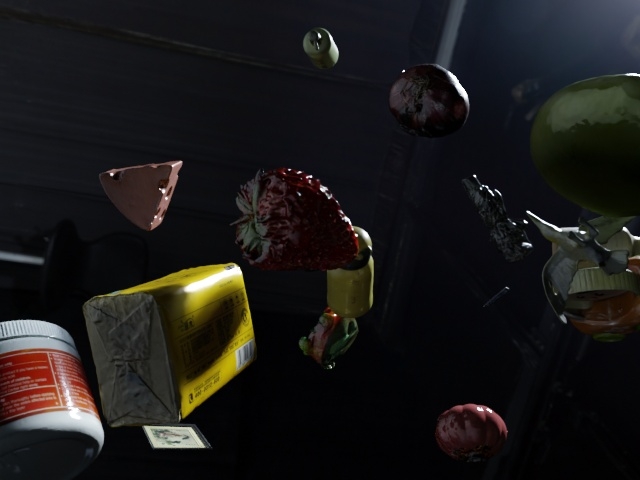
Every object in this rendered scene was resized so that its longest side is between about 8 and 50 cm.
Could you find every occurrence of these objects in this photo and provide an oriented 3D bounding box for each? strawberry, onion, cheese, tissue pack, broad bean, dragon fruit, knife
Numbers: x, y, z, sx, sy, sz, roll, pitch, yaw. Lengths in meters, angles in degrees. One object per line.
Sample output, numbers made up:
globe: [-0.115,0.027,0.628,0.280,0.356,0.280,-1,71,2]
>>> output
strawberry: [-0.062,-0.040,1.204,0.261,0.257,0.261,15,-72,57]
onion: [0.348,-0.428,1.623,0.221,0.280,0.281,-52,-168,4]
cheese: [-0.507,-0.154,1.431,0.128,0.176,0.203,-89,-158,-73]
tissue pack: [-0.339,0.231,1.244,0.382,0.228,0.294,-23,104,-72]
broad bean: [0.407,-0.121,0.683,0.119,0.238,0.291,-57,-167,-13]
dragon fruit: [0.045,0.372,2.027,0.295,0.130,0.269,-29,144,-42]
knife: [0.653,0.214,1.933,0.121,0.018,0.031,-49,172,28]

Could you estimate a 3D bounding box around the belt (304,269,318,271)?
belt: [0.000,0.000,1.451,0.198,0.078,0.151,-35,-104,32]

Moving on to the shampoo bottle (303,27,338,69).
shampoo bottle: [-0.003,-0.517,1.384,0.162,0.079,0.079,-2,101,-78]

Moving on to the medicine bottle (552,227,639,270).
medicine bottle: [0.723,0.021,1.299,0.114,0.252,0.114,-1,90,-75]

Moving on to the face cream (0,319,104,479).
face cream: [-0.433,0.247,0.737,0.187,0.200,0.201,53,-36,33]

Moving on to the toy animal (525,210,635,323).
toy animal: [0.386,-0.007,0.784,0.219,0.155,0.095,-45,166,-5]

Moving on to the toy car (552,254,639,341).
toy car: [0.564,0.106,1.042,0.235,0.234,0.145,118,-21,-65]

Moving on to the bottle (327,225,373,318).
bottle: [0.106,0.100,1.811,0.172,0.171,0.352,-91,180,-47]

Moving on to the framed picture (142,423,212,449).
framed picture: [-0.464,0.629,1.664,0.199,0.195,0.010,11,-93,60]

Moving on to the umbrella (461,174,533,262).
umbrella: [0.613,-0.084,1.782,0.128,0.154,0.337,-41,-120,37]

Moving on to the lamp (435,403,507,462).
lamp: [0.386,0.502,1.329,0.182,0.181,0.140,108,-13,-48]
